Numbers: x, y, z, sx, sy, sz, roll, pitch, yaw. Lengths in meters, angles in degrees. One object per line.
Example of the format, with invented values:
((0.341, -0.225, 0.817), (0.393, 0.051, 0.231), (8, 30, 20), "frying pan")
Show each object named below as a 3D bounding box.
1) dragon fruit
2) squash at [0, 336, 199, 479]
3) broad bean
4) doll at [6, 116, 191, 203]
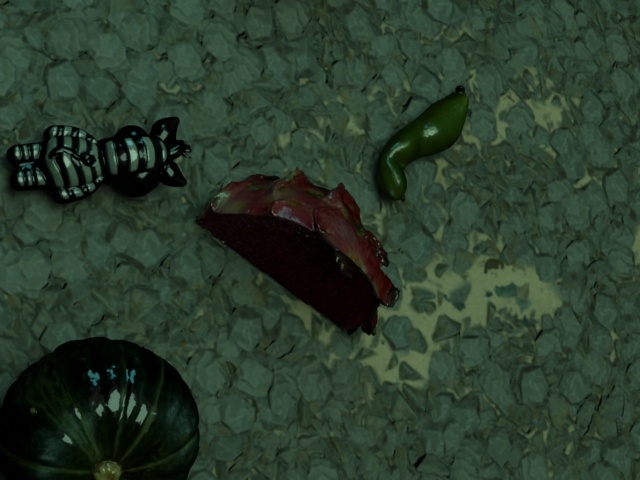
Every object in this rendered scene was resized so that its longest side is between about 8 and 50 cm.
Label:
((0.007, -0.009, 1.952), (0.274, 0.161, 0.126), (37, 64, -17), "dragon fruit")
((-0.237, 0.205, 1.734), (0.218, 0.218, 0.172), (10, 31, -30), "squash")
((0.139, -0.135, 2.132), (0.070, 0.048, 0.213), (48, 59, -13), "broad bean")
((-0.251, -0.090, 1.867), (0.219, 0.067, 0.091), (-7, 80, -27), "doll")
